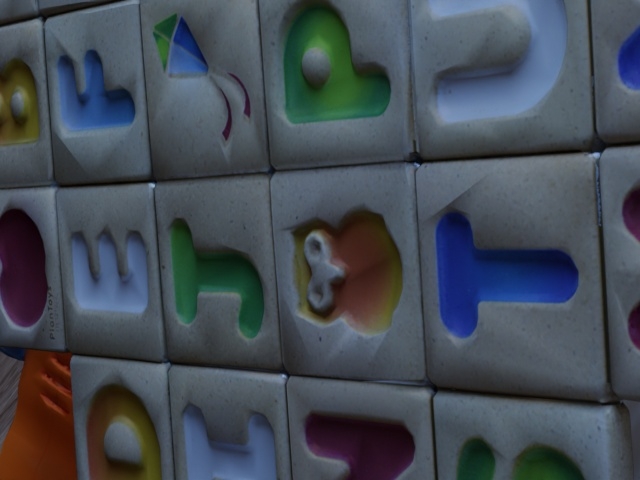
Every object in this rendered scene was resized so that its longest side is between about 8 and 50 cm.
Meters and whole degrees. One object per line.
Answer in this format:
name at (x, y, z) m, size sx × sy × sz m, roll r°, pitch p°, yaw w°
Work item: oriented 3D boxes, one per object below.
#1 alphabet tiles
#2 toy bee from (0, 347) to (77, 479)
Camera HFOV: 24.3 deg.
alphabet tiles at (-0.014, -0.048, 0.416) m, size 0.343 × 0.011 × 0.285 m, roll -1°, pitch 95°, yaw 49°
toy bee at (-0.045, 0.020, 0.602) m, size 0.162 × 0.195 × 0.298 m, roll -10°, pitch -41°, yaw -42°
